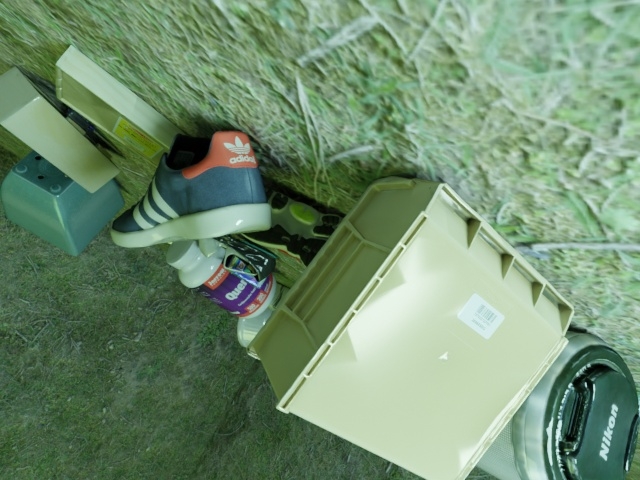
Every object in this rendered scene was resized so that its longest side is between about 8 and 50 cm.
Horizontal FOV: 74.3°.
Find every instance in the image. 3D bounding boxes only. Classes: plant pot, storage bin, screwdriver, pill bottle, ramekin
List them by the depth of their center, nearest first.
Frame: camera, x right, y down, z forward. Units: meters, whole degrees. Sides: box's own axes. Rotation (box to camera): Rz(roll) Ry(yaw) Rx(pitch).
[{"bbox_3d":[0.107,0.104,0.475,0.262,0.260,0.123,37,180,-23],"label":"storage bin"},{"bbox_3d":[-0.471,-0.227,0.890,0.025,0.024,0.170,56,178,15],"label":"screwdriver"},{"bbox_3d":[-0.774,-0.151,1.264,0.247,0.248,0.252,31,148,-4],"label":"plant pot"},{"bbox_3d":[-0.296,0.098,1.282,0.181,0.181,0.323,11,157,48],"label":"pill bottle"},{"bbox_3d":[-0.251,0.357,1.890,0.127,0.273,0.273,10,159,18],"label":"ramekin"}]

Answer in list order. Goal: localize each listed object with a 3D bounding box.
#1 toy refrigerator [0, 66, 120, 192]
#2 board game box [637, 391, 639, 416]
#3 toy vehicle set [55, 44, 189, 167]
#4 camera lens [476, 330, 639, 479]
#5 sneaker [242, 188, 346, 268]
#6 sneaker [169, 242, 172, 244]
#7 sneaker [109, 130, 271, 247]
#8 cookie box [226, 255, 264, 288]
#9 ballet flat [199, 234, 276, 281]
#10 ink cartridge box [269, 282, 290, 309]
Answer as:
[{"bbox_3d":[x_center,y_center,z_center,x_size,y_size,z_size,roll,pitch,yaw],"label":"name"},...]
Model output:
[{"bbox_3d":[-0.542,-0.217,0.878,0.102,0.094,0.269,44,169,19],"label":"toy refrigerator"},{"bbox_3d":[0.417,0.255,0.753,0.194,0.060,0.194,25,164,11],"label":"board game box"},{"bbox_3d":[-0.291,-0.177,0.689,0.267,0.035,0.166,38,162,-28],"label":"toy vehicle set"},{"bbox_3d":[0.277,0.229,0.618,0.219,0.219,0.274,36,163,-23],"label":"camera lens"},{"bbox_3d":[0.000,0.000,0.669,0.279,0.107,0.118,31,-179,10],"label":"sneaker"},{"bbox_3d":[-0.458,-0.030,1.385,0.235,0.090,0.095,23,151,8],"label":"sneaker"},{"bbox_3d":[-0.207,-0.072,0.628,0.350,0.148,0.131,-6,-177,39],"label":"sneaker"},{"bbox_3d":[-0.198,0.070,1.192,0.107,0.092,0.040,34,161,-17],"label":"cookie box"},{"bbox_3d":[-0.246,0.017,1.102,0.280,0.096,0.095,33,164,-11],"label":"ballet flat"},{"bbox_3d":[-0.123,0.236,1.577,0.218,0.092,0.158,21,162,21],"label":"ink cartridge box"}]
